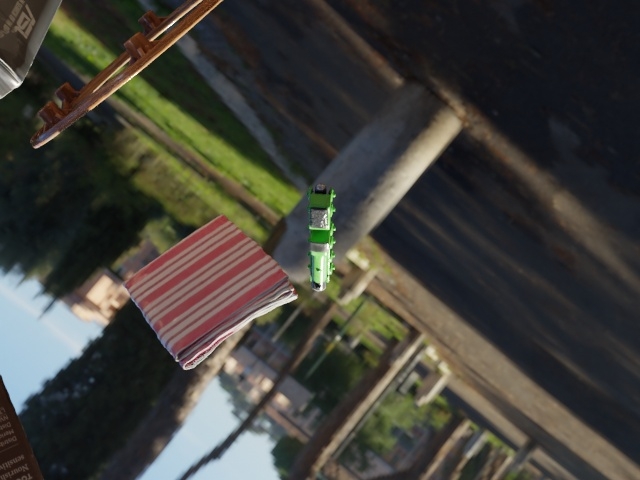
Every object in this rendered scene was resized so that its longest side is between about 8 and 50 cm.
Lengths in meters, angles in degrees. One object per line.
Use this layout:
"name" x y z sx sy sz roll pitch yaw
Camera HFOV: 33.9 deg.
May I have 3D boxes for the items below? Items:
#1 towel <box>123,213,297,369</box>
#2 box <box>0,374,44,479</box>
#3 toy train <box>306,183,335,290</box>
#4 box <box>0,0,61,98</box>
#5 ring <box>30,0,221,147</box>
"towel" -0.123 0.051 1.126 0.197 0.144 0.029 40 161 54
"box" -0.337 0.340 1.047 0.191 0.143 0.381 -23 87 51
"toy train" 0.000 0.000 0.635 0.017 0.023 0.083 2 138 2
"box" -0.295 -0.264 0.782 0.242 0.077 0.307 46 -151 -30
"ring" -0.185 -0.218 1.118 0.032 0.336 0.336 50 170 -16
